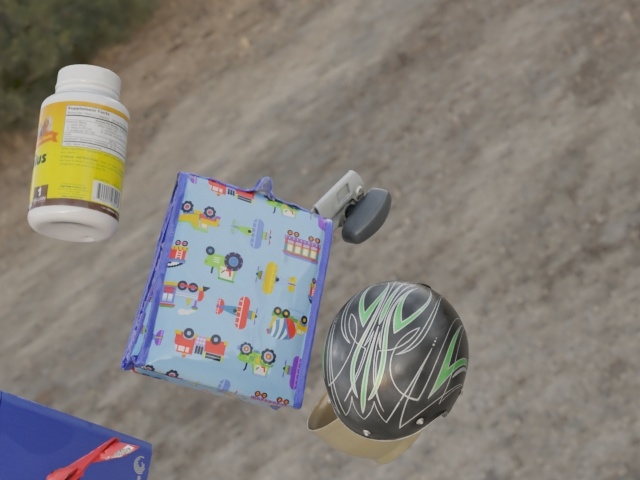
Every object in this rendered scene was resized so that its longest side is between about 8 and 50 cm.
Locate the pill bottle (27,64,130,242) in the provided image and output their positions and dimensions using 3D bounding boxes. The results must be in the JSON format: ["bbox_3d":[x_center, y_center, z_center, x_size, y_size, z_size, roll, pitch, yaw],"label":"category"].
[{"bbox_3d":[-0.310,-0.113,1.994,0.117,0.117,0.215,-15,64,46],"label":"pill bottle"}]

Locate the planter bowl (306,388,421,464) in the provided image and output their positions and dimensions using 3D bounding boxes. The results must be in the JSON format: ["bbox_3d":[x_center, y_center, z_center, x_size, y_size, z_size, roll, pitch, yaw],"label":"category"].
[{"bbox_3d":[0.076,0.233,2.084,0.162,0.109,0.162,-43,12,11],"label":"planter bowl"}]

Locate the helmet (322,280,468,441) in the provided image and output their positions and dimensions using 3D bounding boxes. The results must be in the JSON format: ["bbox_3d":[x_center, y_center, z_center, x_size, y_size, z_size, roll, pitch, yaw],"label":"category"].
[{"bbox_3d":[0.080,0.129,1.671,0.169,0.169,0.161,-24,-7,23],"label":"helmet"}]

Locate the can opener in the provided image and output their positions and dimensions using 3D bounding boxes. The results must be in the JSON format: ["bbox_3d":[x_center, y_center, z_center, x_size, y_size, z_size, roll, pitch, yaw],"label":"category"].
[{"bbox_3d":[0.000,0.000,2.241,0.095,0.076,0.283,12,43,36],"label":"can opener"}]

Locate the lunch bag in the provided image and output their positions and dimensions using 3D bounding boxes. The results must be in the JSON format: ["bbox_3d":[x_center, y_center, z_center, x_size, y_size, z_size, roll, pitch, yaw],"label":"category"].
[{"bbox_3d":[-0.110,0.053,2.012,0.138,0.221,0.293,160,126,-72],"label":"lunch bag"}]

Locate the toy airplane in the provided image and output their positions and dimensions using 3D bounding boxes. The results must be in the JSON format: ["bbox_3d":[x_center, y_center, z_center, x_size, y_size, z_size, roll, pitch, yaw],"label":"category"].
[{"bbox_3d":[-0.299,0.284,1.920,0.151,0.028,0.151,-29,-7,-4],"label":"toy airplane"}]

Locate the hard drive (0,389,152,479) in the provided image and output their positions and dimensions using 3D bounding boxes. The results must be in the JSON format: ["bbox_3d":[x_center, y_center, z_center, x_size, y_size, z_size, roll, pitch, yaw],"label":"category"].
[{"bbox_3d":[-0.373,0.342,2.118,0.040,0.318,0.210,-5,67,40],"label":"hard drive"}]
